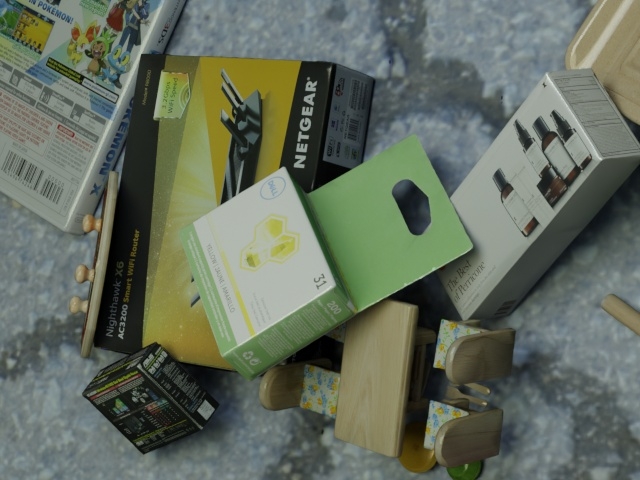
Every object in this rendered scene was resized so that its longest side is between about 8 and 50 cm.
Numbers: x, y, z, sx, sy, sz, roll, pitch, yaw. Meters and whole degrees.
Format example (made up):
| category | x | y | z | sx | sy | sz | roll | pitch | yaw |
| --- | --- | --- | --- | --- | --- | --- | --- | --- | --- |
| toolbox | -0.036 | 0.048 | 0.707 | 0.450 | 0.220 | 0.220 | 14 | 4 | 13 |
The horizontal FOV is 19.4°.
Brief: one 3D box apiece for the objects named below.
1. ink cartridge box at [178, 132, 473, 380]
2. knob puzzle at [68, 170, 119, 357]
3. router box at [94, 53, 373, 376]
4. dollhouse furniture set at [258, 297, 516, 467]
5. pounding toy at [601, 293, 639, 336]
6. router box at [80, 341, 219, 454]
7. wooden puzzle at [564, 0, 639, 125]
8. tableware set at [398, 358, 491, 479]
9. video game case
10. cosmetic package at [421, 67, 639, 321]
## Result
| category | x | y | z | sx | sy | sz | roll | pitch | yaw |
| --- | --- | --- | --- | --- | --- | --- | --- | --- | --- |
| ink cartridge box | 0.000 | 0.000 | 1.678 | 0.235 | 0.056 | 0.171 | -32 | 45 | 9 |
| knob puzzle | -0.233 | 0.023 | 1.893 | 0.030 | 0.213 | 0.213 | 10 | 87 | -8 |
| router box | -0.088 | -0.026 | 1.851 | 0.243 | 0.081 | 0.308 | 6 | 85 | 35 |
| dollhouse furniture set | 0.028 | 0.170 | 1.659 | 0.212 | 0.161 | 0.242 | 15 | 103 | 39 |
| pounding toy | 0.338 | 0.012 | 1.538 | 0.183 | 0.110 | 0.237 | 45 | 107 | 31 |
| router box | -0.169 | 0.157 | 1.851 | 0.092 | 0.038 | 0.122 | 46 | 143 | -13 |
| wooden puzzle | 0.386 | -0.204 | 1.506 | 0.322 | 0.080 | 0.348 | -57 | 32 | 6 |
| tableware set | 0.091 | 0.162 | 1.737 | 0.154 | 0.024 | 0.104 | 18 | 96 | 34 |
| video game case | -0.318 | -0.205 | 2.065 | 0.329 | 0.036 | 0.300 | 30 | 100 | 35 |
| cosmetic package | 0.178 | -0.036 | 1.631 | 0.239 | 0.060 | 0.099 | -55 | 52 | 43 |
